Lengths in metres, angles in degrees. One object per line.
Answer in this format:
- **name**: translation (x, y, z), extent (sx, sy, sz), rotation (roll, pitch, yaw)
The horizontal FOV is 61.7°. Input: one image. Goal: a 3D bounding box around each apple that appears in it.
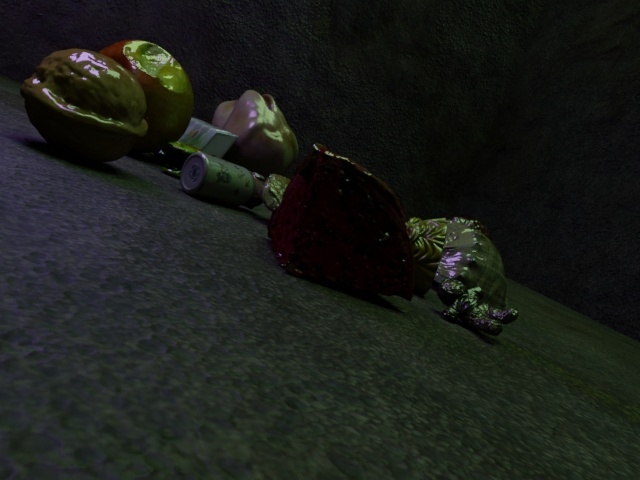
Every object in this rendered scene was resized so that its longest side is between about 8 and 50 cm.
- **apple**: translation (-0.555, -0.435, 1.656), extent (0.339, 0.340, 0.339), rotation (22, 7, -3)

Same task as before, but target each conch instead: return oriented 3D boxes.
- **conch**: translation (0.407, 0.063, 1.494), extent (0.351, 0.210, 0.297), rotation (19, 22, -11)

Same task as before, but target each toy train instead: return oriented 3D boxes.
- **toy train**: translation (-0.319, -0.203, 1.562), extent (0.296, 0.101, 0.160), rotation (23, 9, 3)

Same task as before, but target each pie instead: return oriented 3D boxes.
- **pie**: translation (-0.085, -0.091, 1.386), extent (0.193, 0.079, 0.163), rotation (30, 23, -46)

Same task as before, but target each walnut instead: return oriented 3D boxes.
- **walnut**: translation (-0.493, -0.284, 1.145), extent (0.256, 0.225, 0.257), rotation (24, 14, -6)

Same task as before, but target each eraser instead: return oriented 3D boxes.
- **eraser**: translation (-0.448, -0.341, 1.906), extent (0.082, 0.213, 0.396), rotation (42, -5, -34)

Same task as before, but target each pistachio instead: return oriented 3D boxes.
- **pistachio**: translation (-0.259, -0.373, 2.000), extent (0.281, 0.366, 0.445), rotation (-4, 24, -41)

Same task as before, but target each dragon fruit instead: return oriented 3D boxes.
- **dragon fruit**: translation (-0.019, -0.025, 0.993), extent (0.240, 0.303, 0.330), rotation (-21, 15, -32)

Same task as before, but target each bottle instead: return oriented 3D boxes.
- **bottle**: translation (-0.236, -0.146, 1.375), extent (0.109, 0.110, 0.233), rotation (28, 9, 40)

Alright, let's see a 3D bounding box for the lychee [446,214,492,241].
- **lychee**: translation (0.487, 0.032, 1.843), extent (0.271, 0.236, 0.236), rotation (46, 3, -9)

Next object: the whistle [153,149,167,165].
- **whistle**: translation (-0.510, -0.284, 1.780), extent (0.067, 0.057, 0.326), rotation (18, 9, -34)

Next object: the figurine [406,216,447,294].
- **figurine**: translation (0.118, -0.007, 1.258), extent (0.314, 0.188, 0.168), rotation (16, -3, 3)

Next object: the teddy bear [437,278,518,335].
- **teddy bear**: translation (0.301, 0.139, 1.065), extent (0.119, 0.078, 0.160), rotation (-26, 45, -32)
